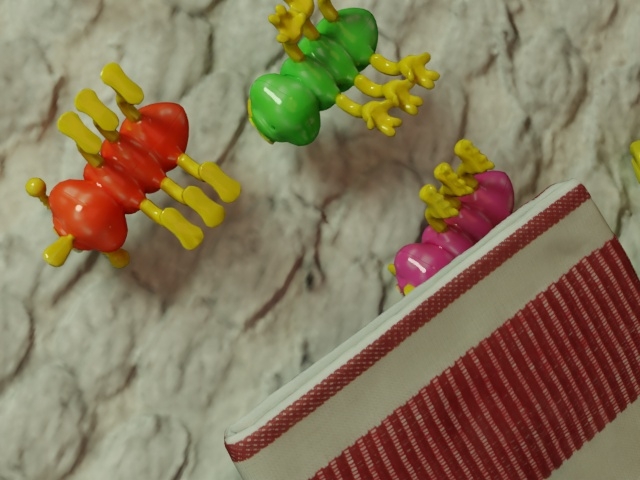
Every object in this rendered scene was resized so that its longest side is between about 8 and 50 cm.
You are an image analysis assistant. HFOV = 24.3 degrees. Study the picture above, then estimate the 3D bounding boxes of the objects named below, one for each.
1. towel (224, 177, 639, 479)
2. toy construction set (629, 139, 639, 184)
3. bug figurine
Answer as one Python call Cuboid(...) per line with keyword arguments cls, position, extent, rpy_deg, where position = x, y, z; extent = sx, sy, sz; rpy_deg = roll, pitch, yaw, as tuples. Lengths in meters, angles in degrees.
Cuboid(cls="towel", position=(0.111, 0.164, 0.746), extent=(0.237, 0.037, 0.329), rpy_deg=(-36, 110, -24))
Cuboid(cls="toy construction set", position=(0.276, 0.084, 0.800), extent=(0.151, 0.215, 0.327), rpy_deg=(-30, 98, 3))
Cuboid(cls="bug figurine", position=(0.000, 0.000, 0.756), extent=(0.279, 0.072, 0.216), rpy_deg=(46, 73, -12))
